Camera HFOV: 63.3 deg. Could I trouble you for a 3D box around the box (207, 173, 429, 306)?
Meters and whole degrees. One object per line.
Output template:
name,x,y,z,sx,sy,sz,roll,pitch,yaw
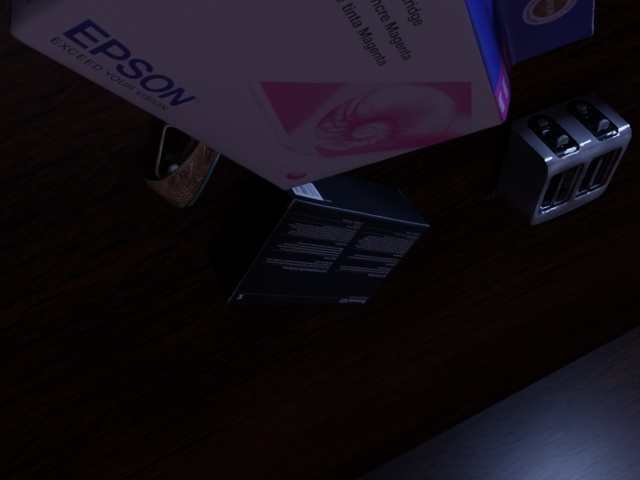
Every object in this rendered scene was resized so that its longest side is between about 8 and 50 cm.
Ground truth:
box,0.000,0.000,0.752,0.261,0.103,0.184,8,126,-41

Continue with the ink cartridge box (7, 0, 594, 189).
ink cartridge box,0.032,-0.149,0.377,0.330,0.071,0.324,-14,162,23

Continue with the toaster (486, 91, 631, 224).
toaster,0.391,-0.128,0.866,0.168,0.110,0.185,-21,143,-11

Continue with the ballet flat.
ballet flat,-0.127,-0.122,0.553,0.067,0.073,0.206,22,117,-31
